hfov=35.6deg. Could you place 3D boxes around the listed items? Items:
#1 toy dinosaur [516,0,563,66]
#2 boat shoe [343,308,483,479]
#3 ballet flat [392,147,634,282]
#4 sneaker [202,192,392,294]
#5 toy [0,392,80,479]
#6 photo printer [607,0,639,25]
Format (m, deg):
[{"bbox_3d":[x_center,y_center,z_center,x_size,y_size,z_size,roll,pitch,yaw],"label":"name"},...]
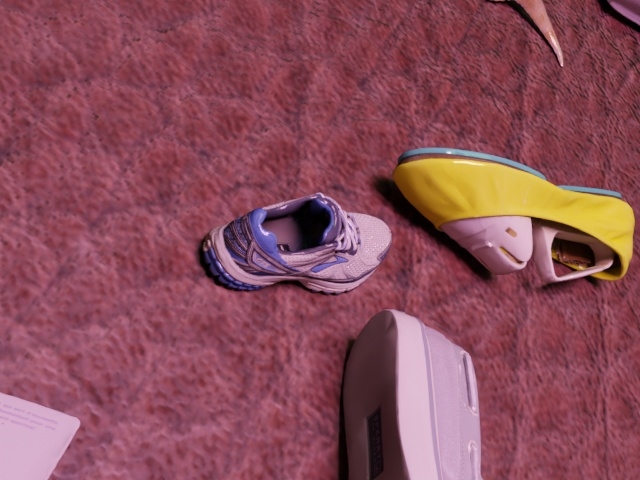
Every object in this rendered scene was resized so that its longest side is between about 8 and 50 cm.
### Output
[{"bbox_3d":[0.183,-0.252,0.913,0.092,0.053,0.183,-50,120,-8],"label":"toy dinosaur"},{"bbox_3d":[0.061,0.141,0.532,0.081,0.079,0.227,21,47,-22],"label":"boat shoe"},{"bbox_3d":[0.149,-0.010,0.718,0.231,0.077,0.077,10,73,-37],"label":"ballet flat"},{"bbox_3d":[0.000,0.000,0.594,0.135,0.058,0.052,-7,66,-42],"label":"sneaker"},{"bbox_3d":[-0.193,0.132,0.333,0.137,0.056,0.237,20,32,0],"label":"toy"},{"bbox_3d":[0.437,-0.318,1.135,0.308,0.107,0.256,18,52,-31],"label":"photo printer"}]
